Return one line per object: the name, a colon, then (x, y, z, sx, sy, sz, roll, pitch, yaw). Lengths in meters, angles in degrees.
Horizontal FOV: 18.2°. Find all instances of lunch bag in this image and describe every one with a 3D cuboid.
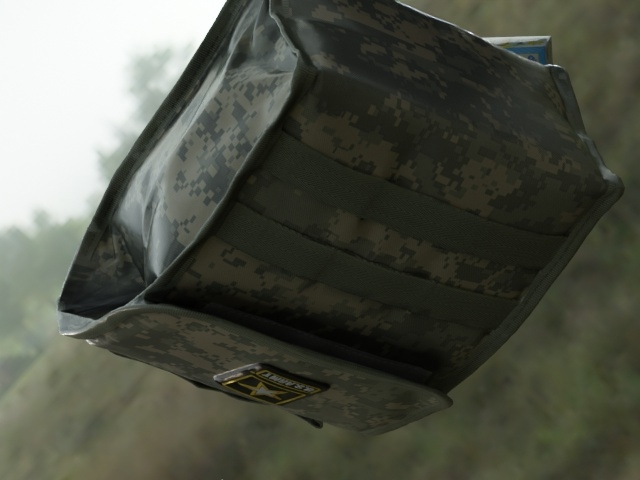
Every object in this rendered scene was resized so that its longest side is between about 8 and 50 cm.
lunch bag: (0.000, 0.000, 1.230, 0.287, 0.235, 0.169, -55, 30, 29)

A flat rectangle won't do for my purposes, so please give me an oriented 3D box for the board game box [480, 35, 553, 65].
board game box: (0.117, -0.068, 1.423, 0.103, 0.154, 0.026, 1, 22, 16)
